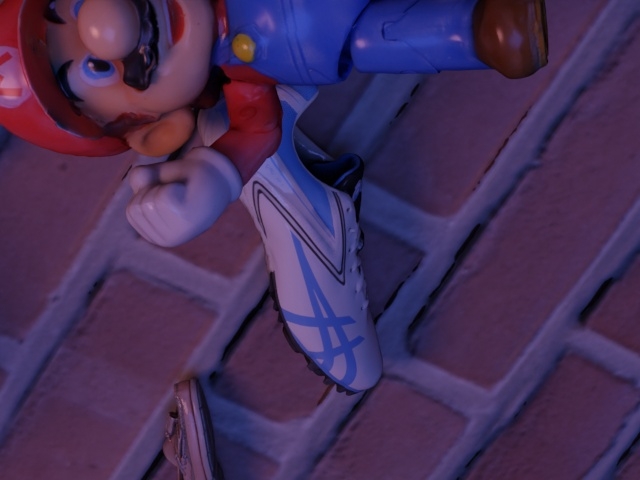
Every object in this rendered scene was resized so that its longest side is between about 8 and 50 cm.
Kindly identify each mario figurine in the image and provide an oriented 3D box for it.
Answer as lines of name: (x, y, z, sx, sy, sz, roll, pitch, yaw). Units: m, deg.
mario figurine: (-0.042, -0.122, 1.013, 0.320, 0.198, 0.170, -13, 136, 10)

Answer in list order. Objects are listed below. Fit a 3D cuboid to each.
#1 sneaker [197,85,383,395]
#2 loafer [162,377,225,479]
sneaker: (0.000, 0.000, 1.168, 0.086, 0.085, 0.237, -19, 121, 7)
loafer: (-0.090, 0.150, 1.259, 0.039, 0.045, 0.125, -8, 122, 3)
